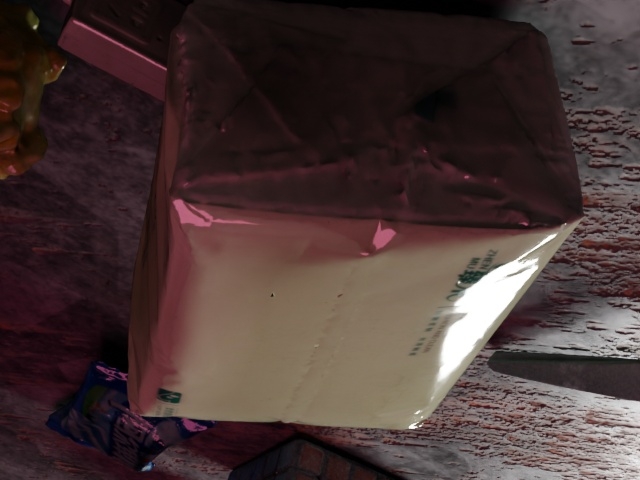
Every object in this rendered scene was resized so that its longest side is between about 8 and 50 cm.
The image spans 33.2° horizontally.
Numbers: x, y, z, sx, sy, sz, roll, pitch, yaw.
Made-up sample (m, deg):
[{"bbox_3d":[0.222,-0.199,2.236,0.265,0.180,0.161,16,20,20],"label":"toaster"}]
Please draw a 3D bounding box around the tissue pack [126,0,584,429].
[{"bbox_3d":[0.000,0.000,0.876,0.297,0.207,0.380,2,149,-11],"label":"tissue pack"}]

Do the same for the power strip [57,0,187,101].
[{"bbox_3d":[-0.126,-0.156,0.863,0.175,0.075,0.042,26,142,-18],"label":"power strip"}]

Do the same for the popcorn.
[{"bbox_3d":[-0.299,-0.128,0.905,0.173,0.173,0.142,-4,149,26],"label":"popcorn"}]

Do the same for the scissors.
[{"bbox_3d":[0.379,0.149,1.086,0.447,0.029,0.193,4,104,31],"label":"scissors"}]

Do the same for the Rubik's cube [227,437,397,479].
[{"bbox_3d":[-0.017,0.453,1.536,0.238,0.237,0.237,29,142,-19],"label":"Rubik's cube"}]

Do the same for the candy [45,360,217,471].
[{"bbox_3d":[-0.268,0.248,1.488,0.187,0.077,0.331,28,146,-14],"label":"candy"}]
